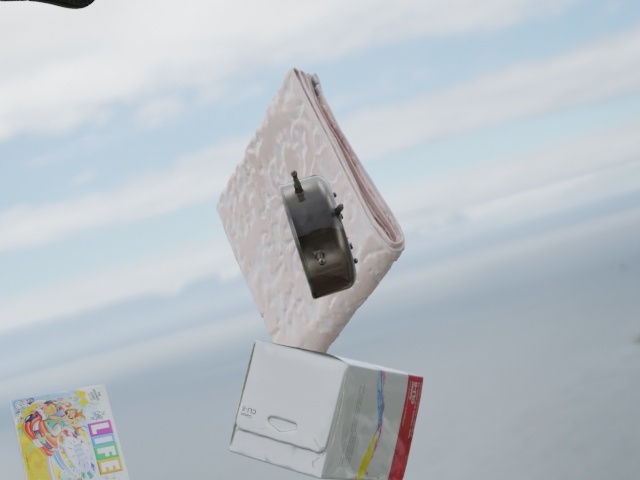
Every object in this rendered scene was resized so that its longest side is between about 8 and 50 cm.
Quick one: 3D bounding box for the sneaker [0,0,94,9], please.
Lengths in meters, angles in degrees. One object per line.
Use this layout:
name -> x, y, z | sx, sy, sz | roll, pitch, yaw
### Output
sneaker -> -0.327, -0.298, 1.429 | 0.130, 0.087, 0.227 | 36, 19, 27

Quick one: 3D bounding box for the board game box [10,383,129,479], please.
board game box -> -0.264, 0.228, 1.520 | 0.103, 0.154, 0.026 | -8, -40, -18

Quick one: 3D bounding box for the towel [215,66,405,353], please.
towel -> -0.023, -0.021, 1.994 | 0.053, 0.317, 0.332 | -8, -31, -32

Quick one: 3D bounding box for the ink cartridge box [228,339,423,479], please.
ink cartridge box -> 0.008, 0.189, 1.571 | 0.128, 0.127, 0.176 | 11, -3, 32

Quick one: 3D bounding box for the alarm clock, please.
alarm clock -> 0.000, 0.000, 1.570 | 0.064, 0.129, 0.192 | -16, -16, -4
